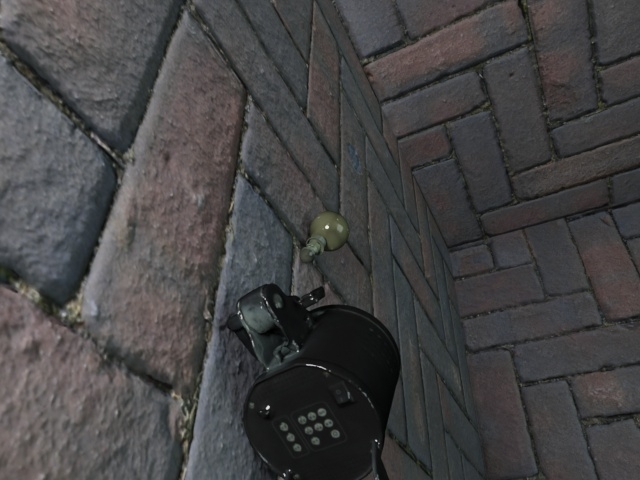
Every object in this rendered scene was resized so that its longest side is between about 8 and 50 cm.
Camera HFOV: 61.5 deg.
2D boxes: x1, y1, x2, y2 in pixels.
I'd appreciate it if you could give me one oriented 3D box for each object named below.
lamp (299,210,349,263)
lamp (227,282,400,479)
[{"bbox_3d":[0.000,0.000,1.174,0.163,0.090,0.091,-47,120,-48],"label":"lamp"},{"bbox_3d":[0.020,0.238,0.841,0.272,0.205,0.374,-1,65,-65],"label":"lamp"}]
